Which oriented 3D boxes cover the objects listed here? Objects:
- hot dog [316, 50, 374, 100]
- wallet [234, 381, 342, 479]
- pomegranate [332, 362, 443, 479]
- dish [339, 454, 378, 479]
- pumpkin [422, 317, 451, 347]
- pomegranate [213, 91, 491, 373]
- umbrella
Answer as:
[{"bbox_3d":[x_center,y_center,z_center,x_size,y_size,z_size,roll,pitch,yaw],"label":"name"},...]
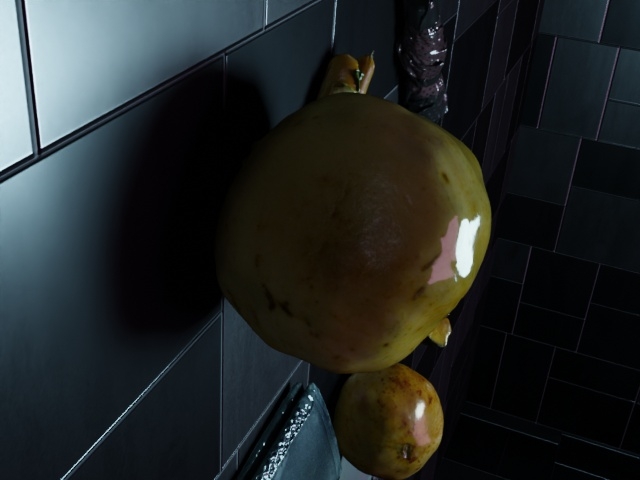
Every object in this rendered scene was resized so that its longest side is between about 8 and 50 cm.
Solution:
[{"bbox_3d":[0.019,-0.149,1.214,0.109,0.072,0.270,34,73,-74],"label":"hot dog"},{"bbox_3d":[-0.069,0.424,1.366,0.342,0.075,0.237,-56,139,-46],"label":"wallet"},{"bbox_3d":[0.135,0.369,1.751,0.248,0.248,0.248,15,90,-72],"label":"pomegranate"},{"bbox_3d":[0.100,0.534,2.002,0.182,0.080,0.243,6,99,-72],"label":"dish"},{"bbox_3d":[0.157,0.039,1.592,0.290,0.095,0.258,-116,-163,-78],"label":"pumpkin"},{"bbox_3d":[0.032,-0.014,0.986,0.332,0.332,0.333,15,90,-72],"label":"pomegranate"},{"bbox_3d":[0.189,-0.325,1.557,0.094,0.090,0.326,-63,159,-25],"label":"umbrella"}]
